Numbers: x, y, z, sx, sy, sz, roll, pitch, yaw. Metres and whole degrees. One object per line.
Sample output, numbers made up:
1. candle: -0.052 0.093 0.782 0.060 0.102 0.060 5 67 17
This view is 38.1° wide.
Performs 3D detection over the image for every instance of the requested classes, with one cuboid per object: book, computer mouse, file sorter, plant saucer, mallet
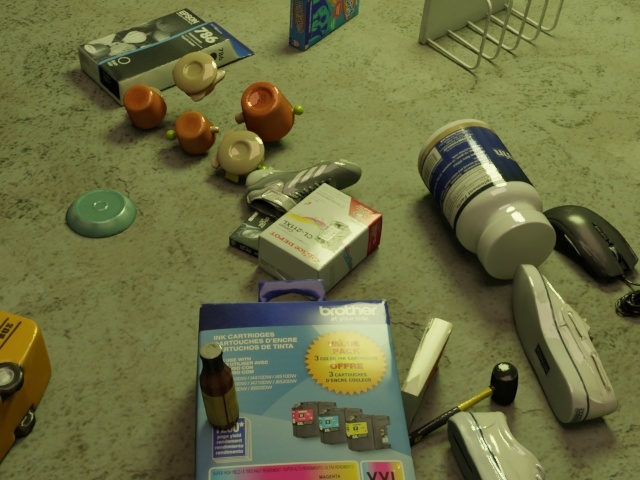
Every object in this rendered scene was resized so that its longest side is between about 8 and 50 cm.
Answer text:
1. book: 0.144 0.193 1.307 0.035 0.096 0.144 19 45 13
2. computer mouse: 0.503 0.001 1.556 0.184 0.060 0.262 -20 49 -21
3. file sorter: 0.379 -0.515 1.994 0.277 0.193 0.173 -29 55 -29
4. plant saucer: -0.375 -0.053 1.582 0.119 0.021 0.119 2 44 -2
5. mallet: 0.201 0.242 1.309 0.189 0.062 0.039 -31 49 -12

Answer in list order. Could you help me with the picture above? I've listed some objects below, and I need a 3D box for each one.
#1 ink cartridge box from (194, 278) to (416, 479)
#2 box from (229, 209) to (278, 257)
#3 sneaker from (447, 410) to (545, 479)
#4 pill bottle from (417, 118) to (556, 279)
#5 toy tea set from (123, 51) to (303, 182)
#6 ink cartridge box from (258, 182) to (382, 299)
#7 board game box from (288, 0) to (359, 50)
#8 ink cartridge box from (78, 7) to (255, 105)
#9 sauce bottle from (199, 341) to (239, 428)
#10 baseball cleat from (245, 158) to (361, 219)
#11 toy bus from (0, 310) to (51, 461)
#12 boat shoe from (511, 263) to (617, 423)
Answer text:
1. ink cartridge box: -0.030 0.223 1.229 0.269 0.151 0.396 -1 42 -5
2. box: -0.104 -0.011 1.557 0.067 0.018 0.083 25 48 20
3. sneaker: 0.248 0.316 1.185 0.091 0.094 0.258 -12 45 -9
4. pill bottle: 0.277 -0.070 1.549 0.153 0.153 0.265 -10 46 -14
5. toy tea set: -0.203 -0.232 1.743 0.336 0.124 0.200 27 78 18
6. ink cartridge box: 0.000 0.000 1.514 0.127 0.072 0.175 30 49 24
7. board game box: 0.014 -0.527 2.003 0.047 0.160 0.210 28 50 23
8. ink cartridge box: -0.313 -0.395 1.915 0.332 0.065 0.165 -28 52 -30
9. sauce bottle: -0.120 0.168 1.082 0.042 0.128 0.042 -1 42 0
10. baseball cleat: -0.027 -0.083 1.613 0.205 0.072 0.110 -7 51 2
11. toy bus: -0.472 0.245 1.201 0.130 0.108 0.333 15 45 12
12. boat shoe: 0.361 0.145 1.374 0.088 0.096 0.268 -3 45 -13
